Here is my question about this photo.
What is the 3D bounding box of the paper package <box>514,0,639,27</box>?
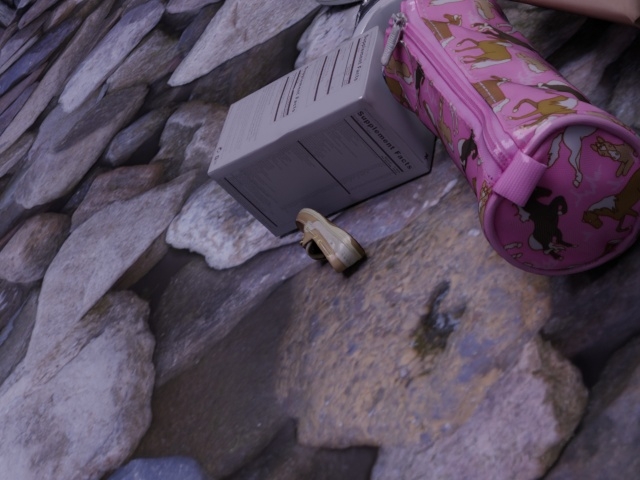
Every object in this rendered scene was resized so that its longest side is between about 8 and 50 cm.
[{"bbox_3d":[0.297,-0.386,1.058,0.325,0.168,0.309,-142,54,-58],"label":"paper package"}]

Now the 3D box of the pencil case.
[{"bbox_3d":[0.175,-0.122,1.017,0.167,0.160,0.386,-11,34,-8],"label":"pencil case"}]

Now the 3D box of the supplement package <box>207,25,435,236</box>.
[{"bbox_3d":[0.006,-0.128,1.280,0.244,0.139,0.134,-22,39,34],"label":"supplement package"}]

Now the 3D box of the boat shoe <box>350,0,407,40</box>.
[{"bbox_3d":[0.096,-0.299,1.404,0.102,0.108,0.301,-8,45,47],"label":"boat shoe"}]

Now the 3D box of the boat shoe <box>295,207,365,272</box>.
[{"bbox_3d":[0.000,0.000,1.223,0.045,0.050,0.135,-45,30,-8],"label":"boat shoe"}]

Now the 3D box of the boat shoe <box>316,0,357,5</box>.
[{"bbox_3d":[0.098,-0.460,1.595,0.320,0.103,0.118,-16,42,41],"label":"boat shoe"}]
